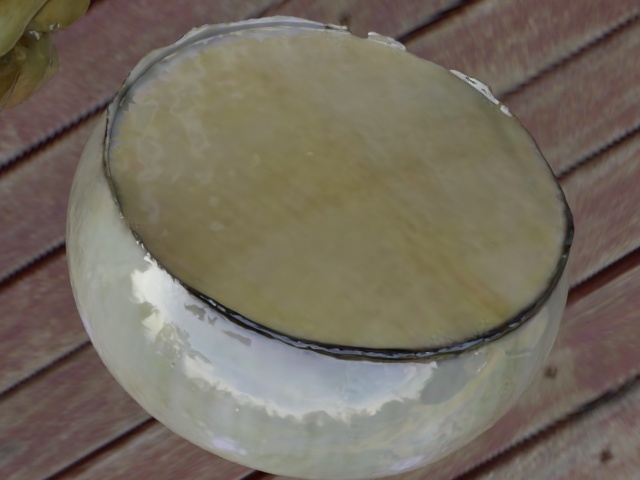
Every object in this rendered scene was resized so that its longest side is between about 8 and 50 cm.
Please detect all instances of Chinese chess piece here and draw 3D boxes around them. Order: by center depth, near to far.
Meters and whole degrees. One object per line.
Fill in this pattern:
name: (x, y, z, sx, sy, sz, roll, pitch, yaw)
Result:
Chinese chess piece: (0.000, 0.000, 0.922, 0.257, 0.257, 0.104, 27, 134, 8)

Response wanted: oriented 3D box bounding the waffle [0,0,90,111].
waffle: (-0.277, -0.102, 0.812, 0.224, 0.327, 0.098, 30, 124, 14)
